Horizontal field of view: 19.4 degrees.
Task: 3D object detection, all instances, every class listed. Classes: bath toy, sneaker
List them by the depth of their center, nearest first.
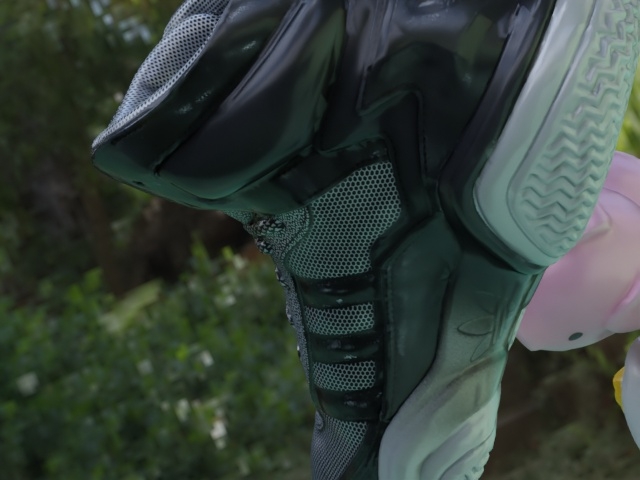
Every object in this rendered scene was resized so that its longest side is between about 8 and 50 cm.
[{"bbox_3d":[0.000,0.000,0.625,0.101,0.153,0.268,-69,-3,-49],"label":"sneaker"},{"bbox_3d":[0.121,-0.012,0.908,0.151,0.348,0.129,-45,7,-24],"label":"bath toy"}]
